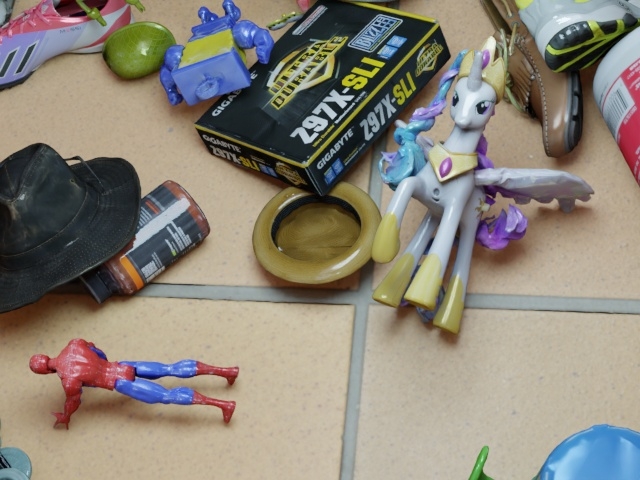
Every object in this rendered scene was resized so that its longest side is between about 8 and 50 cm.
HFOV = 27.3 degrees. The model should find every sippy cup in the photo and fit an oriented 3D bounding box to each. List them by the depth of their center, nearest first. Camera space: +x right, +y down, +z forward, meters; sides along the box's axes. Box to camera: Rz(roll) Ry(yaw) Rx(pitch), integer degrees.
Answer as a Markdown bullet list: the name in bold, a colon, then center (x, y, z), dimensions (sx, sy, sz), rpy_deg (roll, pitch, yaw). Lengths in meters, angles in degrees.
- **sippy cup**: center (0.344, 0.338, 1.593), dimensions (0.305, 0.224, 0.240), rpy_deg (-13, 59, -1)

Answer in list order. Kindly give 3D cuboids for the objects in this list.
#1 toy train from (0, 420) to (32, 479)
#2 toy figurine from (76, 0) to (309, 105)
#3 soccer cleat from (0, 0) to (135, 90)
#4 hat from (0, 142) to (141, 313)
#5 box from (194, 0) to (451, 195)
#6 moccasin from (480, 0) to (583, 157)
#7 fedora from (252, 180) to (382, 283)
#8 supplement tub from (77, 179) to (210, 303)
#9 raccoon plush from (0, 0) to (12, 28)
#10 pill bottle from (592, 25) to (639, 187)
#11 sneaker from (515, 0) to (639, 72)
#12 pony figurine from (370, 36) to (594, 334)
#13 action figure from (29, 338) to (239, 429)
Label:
- **toy train**: center (-0.484, 0.327, 1.740), dimensions (0.190, 0.142, 0.334), rpy_deg (-39, 59, -8)
- **toy figurine**: center (-0.199, -0.294, 1.990), dimensions (0.362, 0.191, 0.217), rpy_deg (-15, 46, 16)
- **soccer cleat**: center (-0.462, -0.338, 2.140), dimensions (0.318, 0.116, 0.108), rpy_deg (-20, 59, -6)
- **hat**: center (-0.414, -0.055, 1.894), dimensions (0.331, 0.134, 0.331), rpy_deg (-18, 36, 13)
- **box**: center (0.003, -0.229, 2.002), dimensions (0.257, 0.079, 0.322), rpy_deg (24, 63, 41)
- **moccasin**: center (0.310, -0.284, 2.016), dimensions (0.147, 0.139, 0.380), rpy_deg (-14, 61, 5)
- **fedora**: center (0.000, 0.000, 1.913), dimensions (0.194, 0.079, 0.194), rpy_deg (-8, 56, 11)
- **supplement tub**: center (-0.266, 0.006, 1.921), dimensions (0.198, 0.106, 0.106), rpy_deg (-38, 63, -15)
- **raccoon plush**: center (-0.499, -0.526, 2.264), dimensions (0.216, 0.299, 0.446), rpy_deg (28, 33, 37)
- **pill bottle**: center (0.557, -0.105, 1.829), dimensions (0.229, 0.229, 0.407), rpy_deg (-17, 60, -4)
- **sneaker**: center (0.433, -0.350, 1.945), dimensions (0.385, 0.145, 0.147), rpy_deg (-11, 63, -48)
- **pony figurine**: center (0.195, -0.064, 1.813), dimensions (0.303, 0.351, 0.363), rpy_deg (18, 82, 20)
- **action figure**: center (-0.266, 0.207, 1.824), dimensions (0.280, 0.139, 0.091), rpy_deg (12, 56, -12)
